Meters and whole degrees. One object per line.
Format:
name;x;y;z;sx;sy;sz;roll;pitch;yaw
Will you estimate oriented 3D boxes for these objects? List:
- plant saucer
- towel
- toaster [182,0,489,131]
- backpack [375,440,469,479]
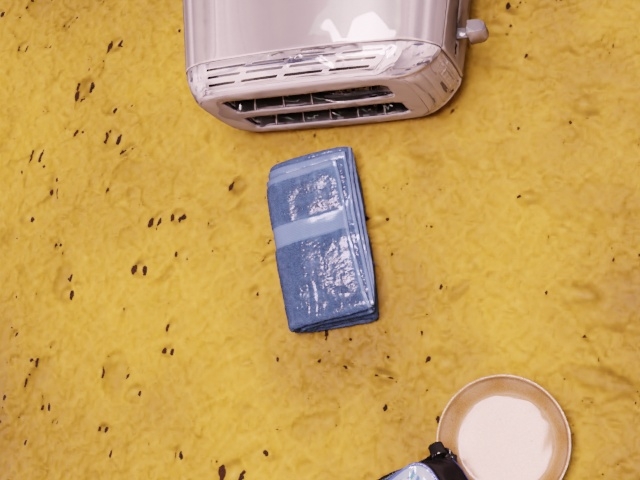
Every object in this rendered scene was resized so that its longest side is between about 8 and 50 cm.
plant saucer;0.114;0.125;0.728;0.083;0.015;0.083;-4;78;18
towel;0.000;0.000;0.787;0.067;0.029;0.119;-14;74;16
toaster;-0.004;-0.157;0.771;0.227;0.129;0.146;-3;79;16
backpack;0.046;0.195;0.693;0.114;0.084;0.105;-40;71;21
